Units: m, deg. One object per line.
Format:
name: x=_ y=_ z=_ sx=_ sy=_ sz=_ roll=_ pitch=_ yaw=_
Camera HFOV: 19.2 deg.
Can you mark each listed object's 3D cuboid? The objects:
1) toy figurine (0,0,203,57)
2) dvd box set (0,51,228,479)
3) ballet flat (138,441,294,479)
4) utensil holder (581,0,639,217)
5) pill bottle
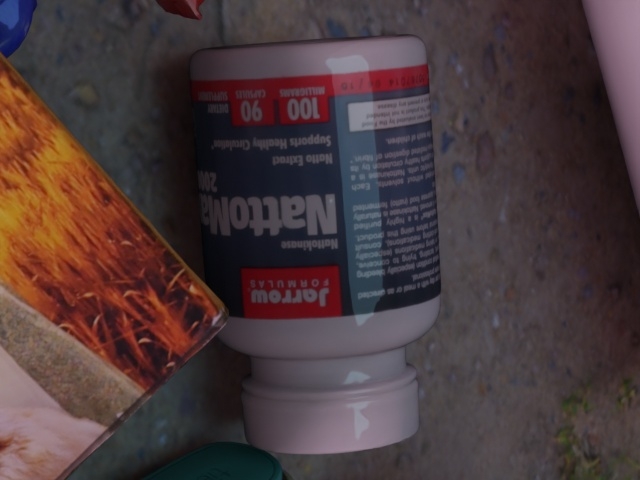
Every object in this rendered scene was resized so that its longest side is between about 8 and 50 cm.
toy figurine: x=-0.162 y=-0.169 z=0.648 sx=0.217 sy=0.191 sz=0.362 roll=-50 pitch=123 yaw=-23
dvd box set: x=-0.259 y=-0.015 z=0.575 sx=0.307 sy=0.062 sz=0.420 roll=-44 pitch=123 yaw=-8
ballet flat: x=-0.103 y=0.157 z=0.794 sx=0.248 sy=0.086 sz=0.086 roll=-14 pitch=102 yaw=-43
utensil holder: x=0.300 y=-0.121 z=0.988 sx=0.327 sy=0.327 sz=0.385 roll=-36 pitch=118 yaw=-36
pill bottle: x=0.000 y=0.000 z=0.855 sx=0.108 sy=0.108 sz=0.180 roll=-11 pitch=99 yaw=-42
